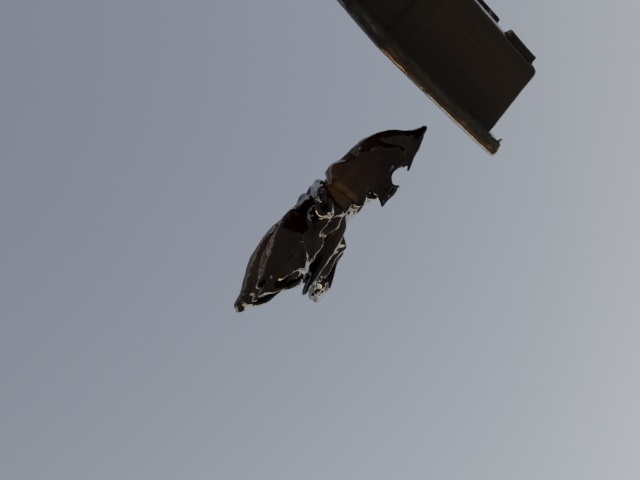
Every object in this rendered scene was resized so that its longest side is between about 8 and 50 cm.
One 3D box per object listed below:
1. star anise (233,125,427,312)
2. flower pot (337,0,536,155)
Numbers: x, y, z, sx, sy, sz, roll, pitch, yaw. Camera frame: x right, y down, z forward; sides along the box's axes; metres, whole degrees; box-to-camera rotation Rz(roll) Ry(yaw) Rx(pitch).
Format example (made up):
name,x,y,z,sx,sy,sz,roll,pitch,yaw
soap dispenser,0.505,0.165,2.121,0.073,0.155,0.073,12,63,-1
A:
name,x,y,z,sx,sy,sz,roll,pitch,yaw
star anise,-0.004,-0.002,0.739,0.053,0.157,0.212,38,-142,8
flower pot,0.089,-0.188,0.819,0.251,0.084,0.179,34,-159,-47
